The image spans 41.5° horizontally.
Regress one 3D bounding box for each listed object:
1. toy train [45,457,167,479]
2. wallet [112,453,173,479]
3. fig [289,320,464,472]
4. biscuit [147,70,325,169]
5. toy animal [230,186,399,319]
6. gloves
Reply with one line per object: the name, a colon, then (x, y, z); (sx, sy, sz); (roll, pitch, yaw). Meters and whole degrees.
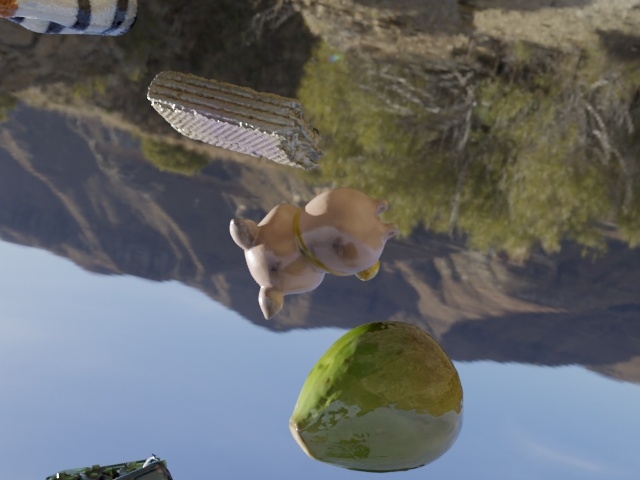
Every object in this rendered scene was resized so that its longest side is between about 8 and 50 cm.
toy train: (-0.267, 0.311, 1.060); (0.170, 0.071, 0.111); (-10, 175, 4)
wallet: (-0.239, 0.284, 0.789); (0.202, 0.141, 0.059); (-18, -117, -37)
fig: (0.074, 0.209, 1.136); (0.230, 0.207, 0.207); (-6, -178, 4)
biscuit: (-0.113, -0.164, 1.142); (0.238, 0.062, 0.108); (18, 165, 24)
toy animal: (0.001, 0.003, 1.323); (0.248, 0.165, 0.149); (-23, 177, 14)
gloves: (-0.300, -0.284, 0.880); (0.218, 0.140, 0.131); (5, 178, -37)
